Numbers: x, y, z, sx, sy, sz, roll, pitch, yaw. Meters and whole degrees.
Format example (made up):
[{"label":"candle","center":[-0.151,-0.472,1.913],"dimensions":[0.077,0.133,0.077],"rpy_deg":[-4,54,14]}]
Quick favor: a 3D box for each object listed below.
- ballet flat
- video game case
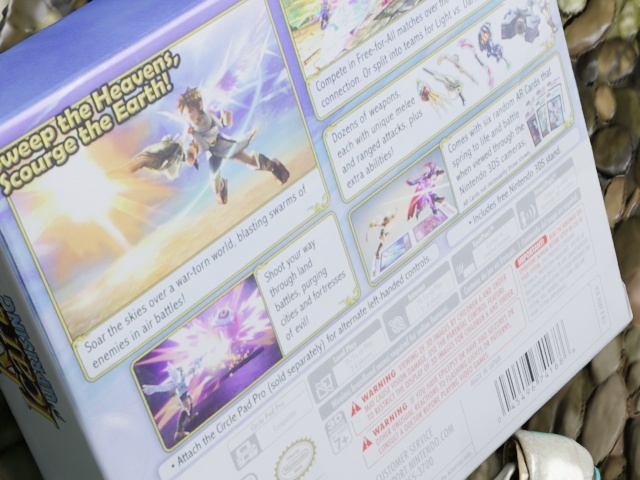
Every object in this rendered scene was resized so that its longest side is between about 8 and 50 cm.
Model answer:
[{"label":"ballet flat","center":[0.081,0.170,0.714],"dimensions":[0.052,0.057,0.168],"rpy_deg":[24,79,-16]},{"label":"video game case","center":[0.000,0.000,0.578],"dimensions":[0.269,0.061,0.244],"rpy_deg":[-37,125,-31]}]
